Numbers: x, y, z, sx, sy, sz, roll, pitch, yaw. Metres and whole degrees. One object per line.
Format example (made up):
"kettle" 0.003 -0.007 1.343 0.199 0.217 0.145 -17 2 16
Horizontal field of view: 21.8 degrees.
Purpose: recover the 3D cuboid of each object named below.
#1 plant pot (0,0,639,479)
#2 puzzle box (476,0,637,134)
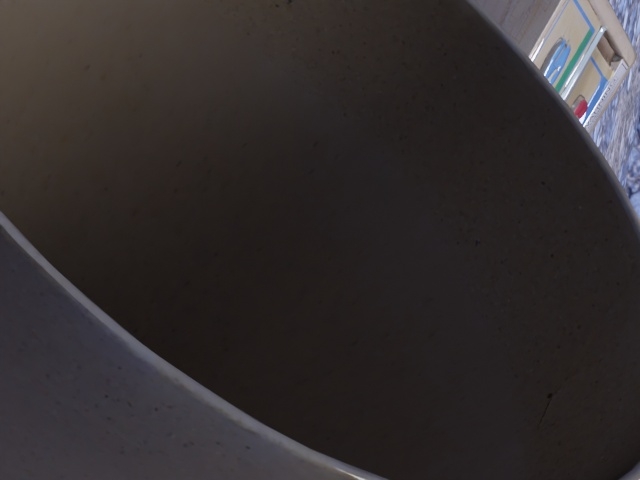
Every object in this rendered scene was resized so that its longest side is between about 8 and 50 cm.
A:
"plant pot" -0.059 0.016 0.514 0.191 0.284 0.284 -47 -178 31
"puzzle box" 0.046 0.034 0.946 0.409 0.052 0.272 -60 164 5
